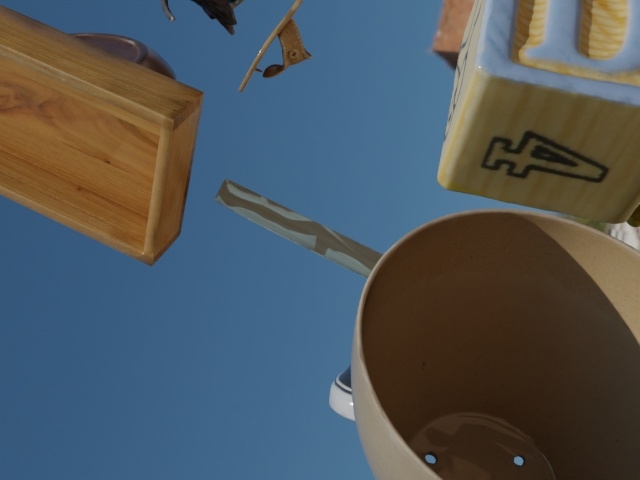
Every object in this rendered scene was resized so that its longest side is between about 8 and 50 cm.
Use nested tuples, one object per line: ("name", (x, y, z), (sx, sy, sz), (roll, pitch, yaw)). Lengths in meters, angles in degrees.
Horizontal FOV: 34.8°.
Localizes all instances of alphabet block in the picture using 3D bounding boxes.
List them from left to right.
("alphabet block", (0.227, -0.154, 0.945), (0.197, 0.194, 0.192), (99, -175, -64))

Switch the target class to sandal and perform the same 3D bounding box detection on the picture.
("sandal", (-0.043, -0.324, 1.638), (0.240, 0.079, 0.088), (-59, 8, 16))

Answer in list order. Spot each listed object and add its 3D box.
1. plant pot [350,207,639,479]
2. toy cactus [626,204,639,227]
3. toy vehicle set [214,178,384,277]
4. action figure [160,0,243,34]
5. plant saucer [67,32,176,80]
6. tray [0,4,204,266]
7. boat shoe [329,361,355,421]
("plant pot", (0.149, 0.143, 0.780), (0.191, 0.284, 0.284), (104, -166, -46))
("toy cactus", (0.345, -0.047, 0.938), (0.219, 0.112, 0.180), (-19, -68, -78))
("toy vehicle set", (0.000, 0.000, 1.398), (0.035, 0.267, 0.166), (-63, -24, -1))
("action figure", (-0.111, -0.310, 1.037), (0.164, 0.141, 0.275), (54, -127, -24))
("plant saucer", (-0.348, -0.217, 1.354), (0.310, 0.311, 0.050), (-46, -41, -52))
("tray", (-0.337, -0.147, 1.132), (0.076, 0.411, 0.202), (-54, -15, -48))
("boat shoe", (0.092, 0.168, 1.415), (0.335, 0.121, 0.119), (-29, -48, -78))
